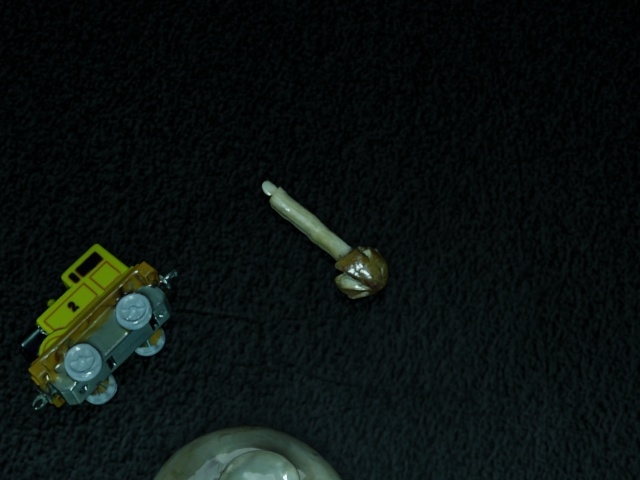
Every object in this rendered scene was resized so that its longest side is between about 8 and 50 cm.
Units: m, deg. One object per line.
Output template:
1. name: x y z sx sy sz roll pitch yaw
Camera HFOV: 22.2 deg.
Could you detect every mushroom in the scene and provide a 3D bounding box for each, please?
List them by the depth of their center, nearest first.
1. mushroom: -0.073 0.295 1.658 0.243 0.243 0.244 0 69 0
2. mushroom: 0.000 0.000 1.864 0.187 0.060 0.061 38 81 19

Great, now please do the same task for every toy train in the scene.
1. toy train: -0.254 0.095 1.811 0.127 0.089 0.219 38 74 24
